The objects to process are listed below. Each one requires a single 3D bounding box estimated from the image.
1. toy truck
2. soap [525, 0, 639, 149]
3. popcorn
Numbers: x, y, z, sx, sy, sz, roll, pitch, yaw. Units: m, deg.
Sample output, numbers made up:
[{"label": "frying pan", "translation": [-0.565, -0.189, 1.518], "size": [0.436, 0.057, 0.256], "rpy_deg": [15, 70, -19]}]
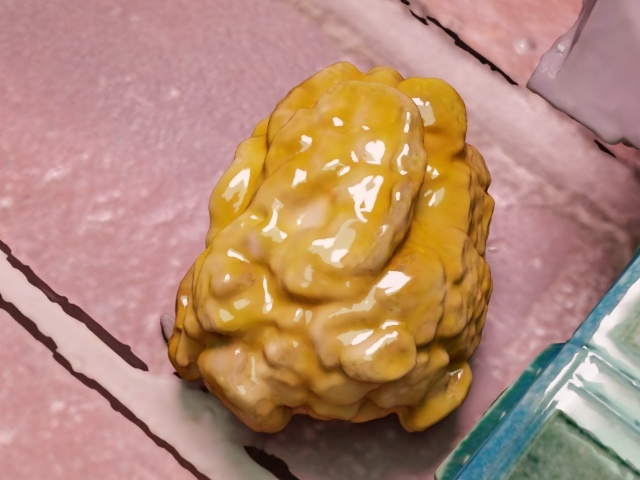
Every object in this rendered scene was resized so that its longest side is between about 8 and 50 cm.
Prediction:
[{"label": "toy truck", "translation": [0.183, 0.070, 0.859], "size": [0.155, 0.156, 0.279], "rpy_deg": [38, 73, 15]}, {"label": "soap", "translation": [0.360, -0.149, 0.858], "size": [0.435, 0.213, 0.350], "rpy_deg": [23, 43, 4]}, {"label": "popcorn", "translation": [0.016, 0.009, 0.900], "size": [0.163, 0.140, 0.194], "rpy_deg": [33, 73, 20]}]
